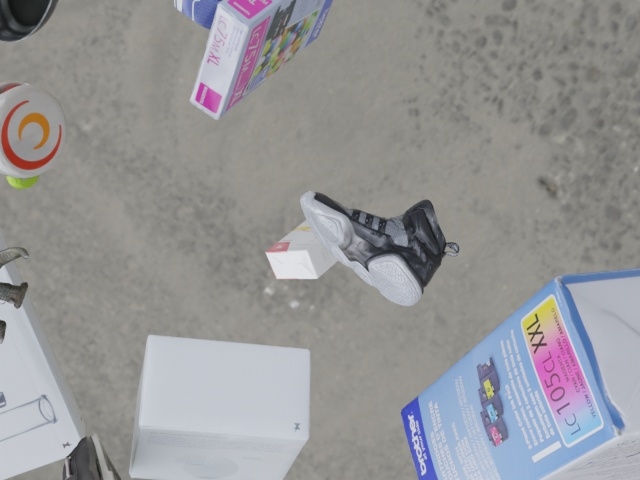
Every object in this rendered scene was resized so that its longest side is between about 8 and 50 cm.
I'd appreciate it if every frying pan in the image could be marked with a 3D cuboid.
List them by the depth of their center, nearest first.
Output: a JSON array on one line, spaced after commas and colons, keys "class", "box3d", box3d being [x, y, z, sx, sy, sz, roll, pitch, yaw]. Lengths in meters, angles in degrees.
[{"class": "frying pan", "box3d": [-0.511, -0.363, 1.723, 0.197, 0.053, 0.326, 47, 115, 29]}]

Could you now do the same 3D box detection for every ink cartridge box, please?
[{"class": "ink cartridge box", "box3d": [0.260, 0.172, 1.044, 0.395, 0.269, 0.151, 124, 137, -54]}, {"class": "ink cartridge box", "box3d": [-0.055, -0.320, 1.511, 0.065, 0.311, 0.186, 35, 141, 7]}, {"class": "ink cartridge box", "box3d": [0.000, 0.000, 2.105, 0.115, 0.198, 0.067, -3, 116, 42]}]

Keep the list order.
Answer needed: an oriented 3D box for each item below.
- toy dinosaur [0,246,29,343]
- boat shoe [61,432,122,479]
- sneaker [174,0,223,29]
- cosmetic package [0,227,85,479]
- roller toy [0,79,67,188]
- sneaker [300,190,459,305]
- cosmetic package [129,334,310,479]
[{"class": "toy dinosaur", "box3d": [-0.453, 0.074, 1.258, 0.160, 0.121, 0.313, 17, 161, -42]}, {"class": "boat shoe", "box3d": [-0.294, 0.323, 1.335, 0.112, 0.095, 0.335, 65, 166, -8]}, {"class": "sneaker", "box3d": [-0.136, -0.521, 1.948, 0.182, 0.127, 0.316, 38, 110, 28]}, {"class": "cosmetic package", "box3d": [-0.548, 0.189, 1.582, 0.097, 0.284, 0.377, -126, 17, -66]}, {"class": "roller toy", "box3d": [-0.630, -0.232, 2.168, 0.146, 0.209, 0.191, 16, 162, 38]}, {"class": "sneaker", "box3d": [0.099, -0.019, 1.737, 0.268, 0.153, 0.101, 40, 159, 25]}, {"class": "cosmetic package", "box3d": [-0.144, 0.243, 1.489, 0.224, 0.138, 0.225, 7, 151, -11]}]
